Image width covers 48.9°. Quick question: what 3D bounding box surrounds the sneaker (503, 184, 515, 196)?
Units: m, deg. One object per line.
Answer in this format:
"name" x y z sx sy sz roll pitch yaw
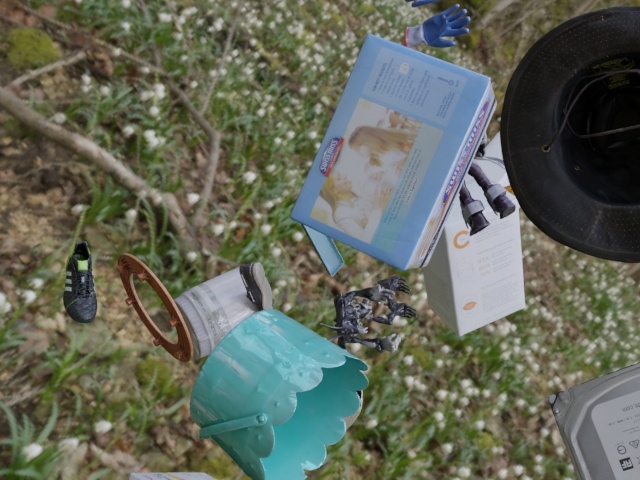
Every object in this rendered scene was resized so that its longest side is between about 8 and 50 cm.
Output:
"sneaker" 0.526 -0.131 1.832 0.175 0.064 0.067 -7 -29 41

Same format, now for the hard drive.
"hard drive" 0.435 0.303 0.812 0.064 0.237 0.338 25 44 -50

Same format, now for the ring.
"ring" -0.446 0.185 1.860 0.337 0.032 0.336 36 -36 32

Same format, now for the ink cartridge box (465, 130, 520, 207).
"ink cartridge box" 0.536 -0.182 2.077 0.122 0.289 0.211 32 -18 35

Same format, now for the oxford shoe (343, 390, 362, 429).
"oxford shoe" 0.035 0.393 1.692 0.397 0.147 0.140 -92 161 -89

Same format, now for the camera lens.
"camera lens" -0.301 0.221 2.214 0.219 0.274 0.219 44 -32 38

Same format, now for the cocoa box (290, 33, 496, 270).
"cocoa box" 0.138 -0.147 1.256 0.232 0.347 0.228 25 7 15

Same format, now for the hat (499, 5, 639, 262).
"hat" 0.395 -0.128 0.912 0.331 0.331 0.134 49 13 25

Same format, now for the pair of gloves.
"pair of gloves" 0.260 -0.527 1.588 0.023 0.159 0.198 8 80 -60

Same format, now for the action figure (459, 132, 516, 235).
"action figure" 0.305 -0.159 1.542 0.285 0.185 0.099 63 1 10

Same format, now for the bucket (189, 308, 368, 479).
"bucket" -0.070 0.262 1.172 0.183 0.281 0.281 31 -18 27

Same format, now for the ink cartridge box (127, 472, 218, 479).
"ink cartridge box" -0.256 0.516 1.356 0.154 0.093 0.212 11 -7 38

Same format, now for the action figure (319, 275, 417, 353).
"action figure" 0.124 0.175 1.662 0.141 0.276 0.164 5 -69 41

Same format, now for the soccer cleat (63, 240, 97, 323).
"soccer cleat" -0.459 0.078 1.345 0.072 0.060 0.178 -64 -145 40

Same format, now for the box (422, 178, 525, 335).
"box" 0.394 0.041 1.858 0.168 0.215 0.345 -132 -155 -56

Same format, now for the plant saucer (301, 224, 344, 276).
"plant saucer" 0.000 0.000 1.838 0.018 0.067 0.192 -8 -62 42

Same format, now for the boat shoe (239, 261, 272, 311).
"boat shoe" -0.192 0.148 2.100 0.075 0.065 0.206 -72 157 -48
